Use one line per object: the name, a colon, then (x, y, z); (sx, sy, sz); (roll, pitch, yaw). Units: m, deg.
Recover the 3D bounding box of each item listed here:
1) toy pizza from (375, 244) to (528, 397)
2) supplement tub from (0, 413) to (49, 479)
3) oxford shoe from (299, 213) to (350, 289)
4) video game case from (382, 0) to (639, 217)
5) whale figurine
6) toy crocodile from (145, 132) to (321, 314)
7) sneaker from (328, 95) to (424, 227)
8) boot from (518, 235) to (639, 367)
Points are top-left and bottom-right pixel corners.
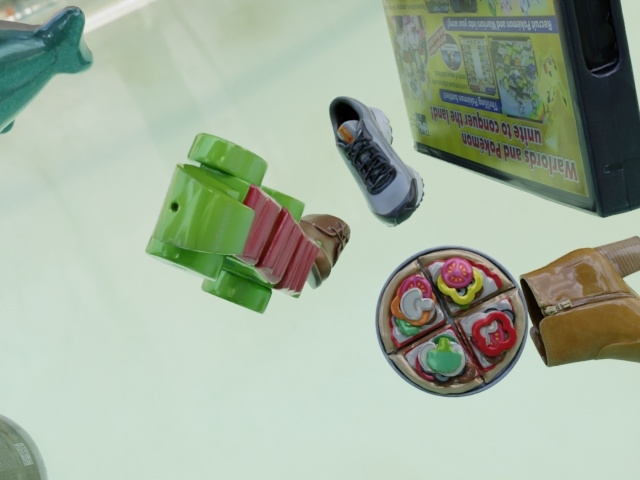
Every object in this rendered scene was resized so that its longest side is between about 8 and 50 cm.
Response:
toy pizza: (0.172, 0.103, 1.492); (0.201, 0.201, 0.032); (-25, -10, -3)
supplement tub: (-0.442, 0.289, 1.243); (0.207, 0.207, 0.338); (-23, -8, 2)
oxford shoe: (0.000, 0.000, 1.353); (0.076, 0.076, 0.212); (-21, 14, 2)
video game case: (0.079, -0.154, 0.610); (0.035, 0.248, 0.275); (-16, 14, -10)
whale figurine: (-0.405, -0.195, 1.410); (0.272, 0.216, 0.141); (-20, 56, -16)
toy crocodile: (-0.060, -0.002, 1.004); (0.105, 0.340, 0.115); (21, 82, 18)
sneaker: (0.078, -0.127, 1.831); (0.100, 0.108, 0.271); (-41, 47, 19)
boot: (0.424, 0.149, 1.654); (0.211, 0.295, 0.104); (-23, -15, -9)
